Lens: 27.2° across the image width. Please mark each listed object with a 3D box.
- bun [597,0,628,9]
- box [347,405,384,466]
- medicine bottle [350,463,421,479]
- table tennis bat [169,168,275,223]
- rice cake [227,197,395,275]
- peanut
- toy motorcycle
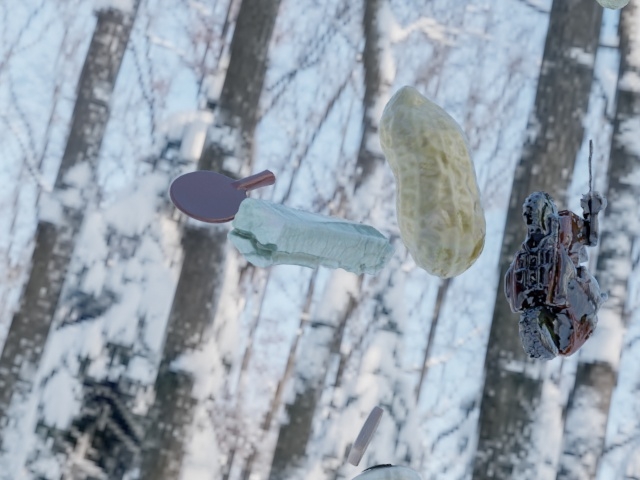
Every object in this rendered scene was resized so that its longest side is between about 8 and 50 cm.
[{"bbox_3d":[0.270,-0.252,1.194,0.055,0.086,0.086,29,-20,4],"label":"bun"},{"bbox_3d":[0.078,0.341,2.310,0.025,0.115,0.048,23,-46,9],"label":"box"},{"bbox_3d":[0.126,0.529,2.257,0.143,0.258,0.143,-6,-36,-4],"label":"medicine bottle"},{"bbox_3d":[-0.121,-0.063,1.682,0.098,0.154,0.019,44,-45,29],"label":"table tennis bat"},{"bbox_3d":[0.000,0.000,1.538,0.066,0.063,0.336,36,12,24],"label":"rice cake"},{"bbox_3d":[0.173,-0.096,2.079,0.140,0.325,0.153,-10,-23,-12],"label":"peanut"},{"bbox_3d":[0.393,0.021,2.147,0.134,0.401,0.207,-15,-30,36],"label":"toy motorcycle"}]
